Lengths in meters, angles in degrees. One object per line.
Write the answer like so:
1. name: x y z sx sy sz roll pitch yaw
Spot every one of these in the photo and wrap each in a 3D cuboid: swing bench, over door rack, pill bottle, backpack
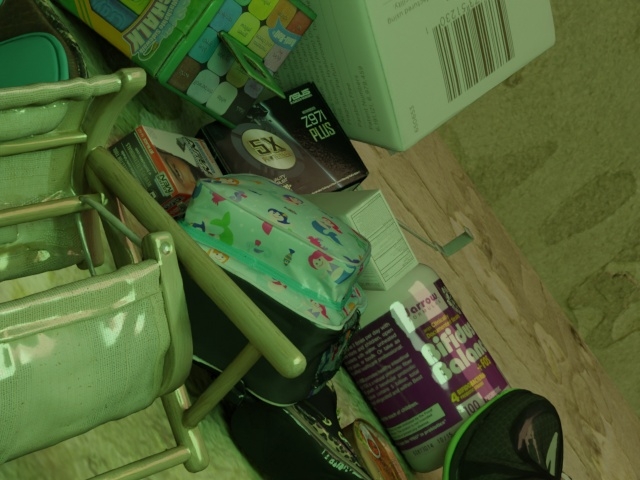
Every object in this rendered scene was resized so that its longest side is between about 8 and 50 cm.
1. swing bench: -0.192 0.039 0.814 0.253 0.165 0.254 -14 65 -44
2. over door rack: 0.071 -0.087 1.999 0.324 0.108 0.239 13 43 -51
3. pill bottle: 0.115 0.137 1.698 0.301 0.169 0.169 57 15 2
4. backpack: -0.060 0.043 1.303 0.225 0.191 0.253 30 5 9

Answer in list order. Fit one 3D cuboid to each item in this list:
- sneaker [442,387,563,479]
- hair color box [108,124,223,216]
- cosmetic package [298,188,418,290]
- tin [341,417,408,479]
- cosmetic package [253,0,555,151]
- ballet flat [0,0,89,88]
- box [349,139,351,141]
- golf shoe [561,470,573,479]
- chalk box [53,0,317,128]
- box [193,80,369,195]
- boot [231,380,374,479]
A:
1. sneaker: 0.235 0.344 1.435 0.185 0.202 0.482 53 30 -22
2. hair color box: -0.166 -0.074 1.493 0.093 0.053 0.167 60 17 11
3. cosmetic package: 0.000 0.000 1.462 0.239 0.060 0.098 0 -58 55
4. tin: 0.077 0.297 1.509 0.189 0.040 0.106 62 12 20
5. cosmetic package: 0.046 -0.362 1.761 0.394 0.329 0.327 18 -44 45
6. ballet flat: -0.281 -0.139 1.129 0.182 0.164 0.482 70 -3 -54
7. box: -0.041 -0.310 2.145 0.262 0.127 0.231 43 5 -39
8. golf shoe: 0.355 0.389 2.129 0.094 0.077 0.198 14 39 -48
9. chalk box: -0.143 -0.266 1.538 0.289 0.179 0.180 38 5 30
10. box: -0.054 -0.098 1.646 0.180 0.077 0.147 -26 80 -31
11. boot: 0.011 0.223 1.353 0.236 0.085 0.178 48 15 -8
